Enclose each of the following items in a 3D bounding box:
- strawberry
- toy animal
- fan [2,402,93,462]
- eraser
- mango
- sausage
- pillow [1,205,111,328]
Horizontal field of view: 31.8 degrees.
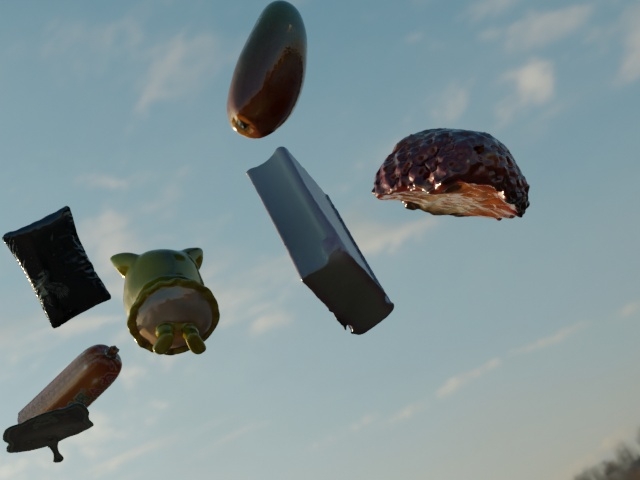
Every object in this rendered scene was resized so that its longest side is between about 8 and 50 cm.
[{"bbox_3d":[0.234,-0.126,1.892,0.265,0.149,0.336,11,-5,-7],"label":"strawberry"},{"bbox_3d":[-0.236,0.094,1.736,0.156,0.229,0.156,-11,-54,-15],"label":"toy animal"},{"bbox_3d":[-0.404,0.296,1.682,0.132,0.009,0.220,-17,-25,-14],"label":"fan"},{"bbox_3d":[0.000,0.000,2.409,0.122,0.359,0.272,-35,-45,4],"label":"eraser"},{"bbox_3d":[-0.088,-0.314,2.017,0.129,0.289,0.146,9,-18,5],"label":"mango"},{"bbox_3d":[-0.492,0.299,2.250,0.312,0.093,0.093,-41,-25,31],"label":"sausage"},{"bbox_3d":[-0.508,0.053,2.174,0.141,0.208,0.055,-29,15,-22],"label":"pillow"}]
